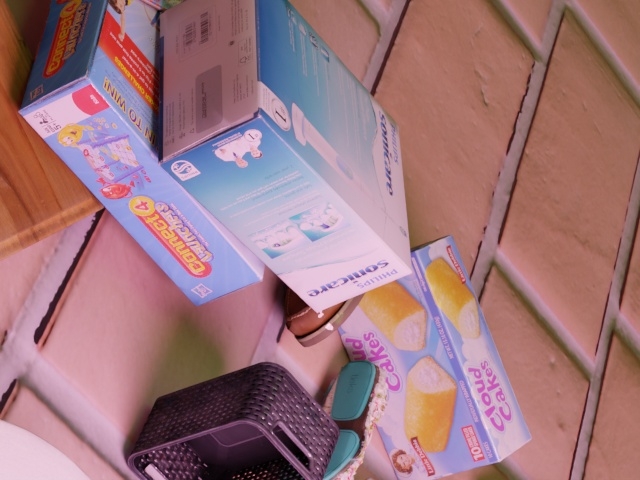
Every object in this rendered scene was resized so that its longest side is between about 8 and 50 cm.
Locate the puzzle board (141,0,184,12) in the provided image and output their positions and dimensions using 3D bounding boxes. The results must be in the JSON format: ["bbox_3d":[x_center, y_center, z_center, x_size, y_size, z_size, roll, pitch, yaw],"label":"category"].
[{"bbox_3d":[-0.179,-0.284,1.878,0.128,0.011,0.096,23,49,-59],"label":"puzzle board"}]

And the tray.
[{"bbox_3d":[-0.373,-0.177,1.737,0.203,0.076,0.411,-33,100,-54],"label":"tray"}]

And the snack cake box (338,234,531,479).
[{"bbox_3d":[0.124,0.144,2.156,0.089,0.152,0.264,-23,91,-54],"label":"snack cake box"}]

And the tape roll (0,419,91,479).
[{"bbox_3d":[-0.284,0.335,1.486,0.392,0.072,0.392,30,50,-43],"label":"tape roll"}]

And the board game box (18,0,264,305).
[{"bbox_3d":[-0.164,-0.142,1.909,0.308,0.086,0.302,51,29,-33],"label":"board game box"}]

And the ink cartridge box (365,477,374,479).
[{"bbox_3d":[0.082,0.370,1.968,0.224,0.045,0.223,31,30,21],"label":"ink cartridge box"}]

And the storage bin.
[{"bbox_3d":[-0.086,0.207,1.824,0.122,0.180,0.084,50,39,-25],"label":"storage bin"}]

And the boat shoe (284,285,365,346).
[{"bbox_3d":[0.000,0.000,2.117,0.104,0.111,0.307,49,30,-20],"label":"boat shoe"}]

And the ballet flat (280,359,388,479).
[{"bbox_3d":[0.023,0.232,2.045,0.241,0.091,0.077,-56,140,-45],"label":"ballet flat"}]

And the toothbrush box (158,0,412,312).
[{"bbox_3d":[-0.034,-0.100,1.879,0.295,0.126,0.216,43,32,-43],"label":"toothbrush box"}]
